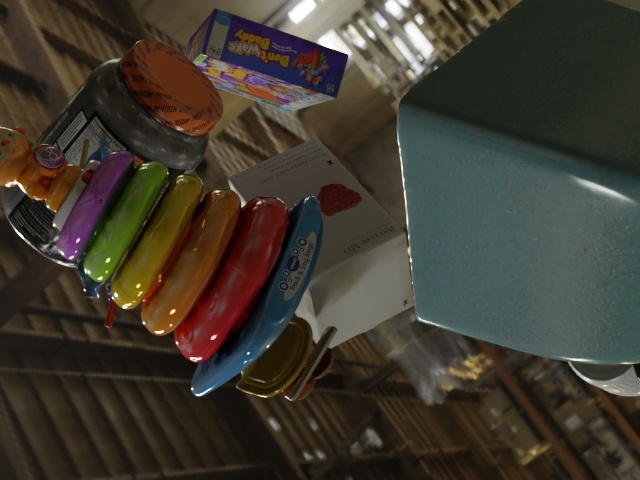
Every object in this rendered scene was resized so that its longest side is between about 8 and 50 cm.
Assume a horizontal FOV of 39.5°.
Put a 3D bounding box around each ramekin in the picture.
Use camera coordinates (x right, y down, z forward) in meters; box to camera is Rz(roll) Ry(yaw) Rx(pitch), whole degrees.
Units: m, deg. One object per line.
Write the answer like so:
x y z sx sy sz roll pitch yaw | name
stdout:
0.556 0.186 1.675 0.109 0.207 0.207 13 -144 -41 | ramekin

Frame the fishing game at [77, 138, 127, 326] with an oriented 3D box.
-0.267 -0.027 1.034 0.041 0.189 0.264 6 -155 -28 | fishing game

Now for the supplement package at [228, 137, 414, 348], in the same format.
0.000 0.000 1.454 0.293 0.178 0.175 51 160 42 | supplement package

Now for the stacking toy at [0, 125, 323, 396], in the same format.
-0.162 -0.015 0.764 0.302 0.166 0.175 31 -126 -12 | stacking toy

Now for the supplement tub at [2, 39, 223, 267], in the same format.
-0.293 -0.122 1.270 0.193 0.316 0.193 37 -152 -23 | supplement tub

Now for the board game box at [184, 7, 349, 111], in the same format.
-0.114 -0.312 1.593 0.233 0.078 0.347 16 180 -15 | board game box

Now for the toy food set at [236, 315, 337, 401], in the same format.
-0.041 0.181 1.292 0.071 0.128 0.218 36 162 -29 | toy food set

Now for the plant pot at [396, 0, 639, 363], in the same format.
0.244 -0.040 0.758 0.252 0.247 0.247 23 140 35 | plant pot

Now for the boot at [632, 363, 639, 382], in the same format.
0.613 0.232 1.507 0.179 0.085 0.236 -20 -84 -40 | boot
